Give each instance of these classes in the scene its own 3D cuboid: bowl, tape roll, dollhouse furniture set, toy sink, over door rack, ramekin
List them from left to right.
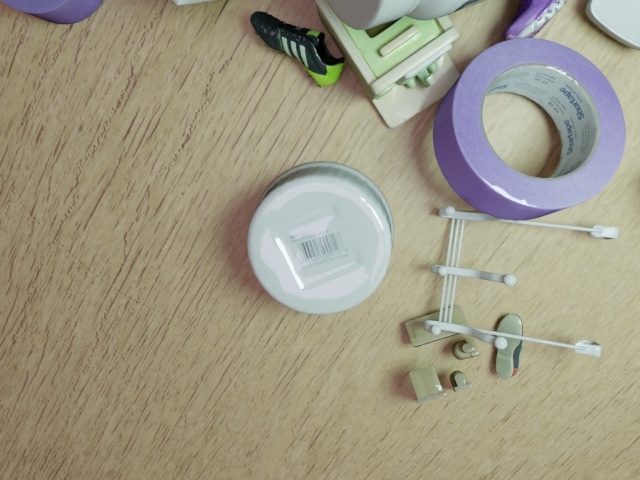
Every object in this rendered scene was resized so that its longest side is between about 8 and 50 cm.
[{"bbox_3d":[-0.467,-0.476,0.724,0.189,0.080,0.188,1,104,3],"label":"tape roll"},{"bbox_3d":[0.000,0.000,0.781,0.278,0.135,0.276,1,104,4],"label":"ramekin"},{"bbox_3d":[0.121,-0.319,0.695,0.153,0.131,0.234,-32,100,11],"label":"toy sink"},{"bbox_3d":[0.244,0.236,0.878,0.144,0.123,0.151,-20,67,8],"label":"dollhouse furniture set"},{"bbox_3d":[0.364,0.071,0.764,0.325,0.108,0.239,7,92,2],"label":"over door rack"},{"bbox_3d":[0.327,-0.174,0.686,0.275,0.090,0.274,1,80,-6],"label":"tape roll"},{"bbox_3d":[0.512,-0.392,0.691,0.142,0.053,0.142,31,104,-5],"label":"bowl"}]

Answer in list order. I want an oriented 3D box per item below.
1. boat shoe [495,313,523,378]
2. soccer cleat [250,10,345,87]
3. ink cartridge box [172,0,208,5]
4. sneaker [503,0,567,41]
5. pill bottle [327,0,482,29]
[{"bbox_3d":[0.381,0.208,0.855,0.043,0.049,0.136,-8,105,-38],"label":"boat shoe"},{"bbox_3d":[-0.036,-0.338,0.729,0.179,0.060,0.072,35,145,-9],"label":"soccer cleat"},{"bbox_3d":[-0.215,-0.503,0.626,0.233,0.168,0.171,43,130,-7],"label":"ink cartridge box"},{"bbox_3d":[0.360,-0.424,0.679,0.105,0.095,0.236,36,98,0],"label":"sneaker"},{"bbox_3d":[0.181,-0.401,0.521,0.361,0.204,0.204,-27,102,-15],"label":"pill bottle"}]
